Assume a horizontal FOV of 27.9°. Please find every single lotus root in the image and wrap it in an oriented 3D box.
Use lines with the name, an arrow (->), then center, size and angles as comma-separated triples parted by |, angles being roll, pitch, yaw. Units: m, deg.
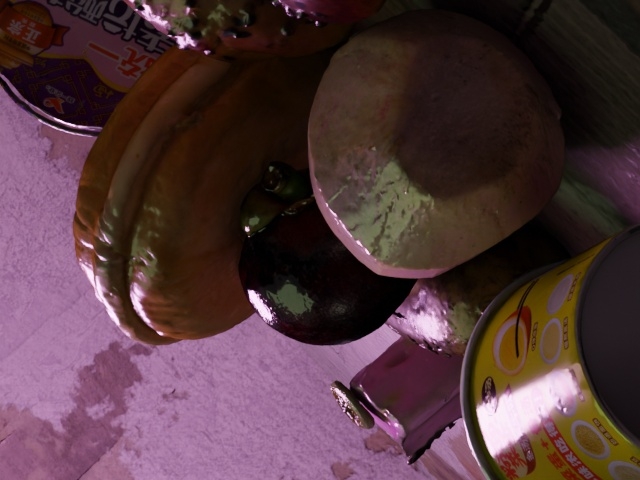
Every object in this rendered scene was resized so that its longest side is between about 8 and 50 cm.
lotus root -> 0.174, 0.044, 1.525 | 0.397, 0.196, 0.179 | -155, 61, -68

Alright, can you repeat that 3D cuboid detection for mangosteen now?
mangosteen -> 0.001, 0.008, 1.412 | 0.216, 0.216, 0.216 | 45, 168, 12

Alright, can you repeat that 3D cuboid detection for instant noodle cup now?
instant noodle cup -> -0.262, -0.281, 1.771 | 0.340, 0.340, 0.266 | 45, 180, 10
instant noodle cup -> 0.298, 0.125, 1.159 | 0.311, 0.311, 0.221 | 45, 159, 8

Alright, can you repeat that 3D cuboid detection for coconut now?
coconut -> 0.104, -0.089, 1.245 | 0.259, 0.259, 0.259 | 45, 168, 12

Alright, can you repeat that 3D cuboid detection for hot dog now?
hot dog -> -0.104, -0.303, 1.182 | 0.365, 0.196, 0.367 | 27, 164, -21

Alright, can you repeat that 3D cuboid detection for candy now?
candy -> 0.174, 0.163, 1.726 | 0.116, 0.265, 0.155 | 46, 169, 24

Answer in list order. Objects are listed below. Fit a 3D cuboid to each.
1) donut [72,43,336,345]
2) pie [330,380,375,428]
donut -> -0.117, -0.073, 1.568 | 0.198, 0.449, 0.449 | 29, 162, 23
pie -> 0.040, 0.218, 1.692 | 0.084, 0.021, 0.084 | 45, 165, 15
